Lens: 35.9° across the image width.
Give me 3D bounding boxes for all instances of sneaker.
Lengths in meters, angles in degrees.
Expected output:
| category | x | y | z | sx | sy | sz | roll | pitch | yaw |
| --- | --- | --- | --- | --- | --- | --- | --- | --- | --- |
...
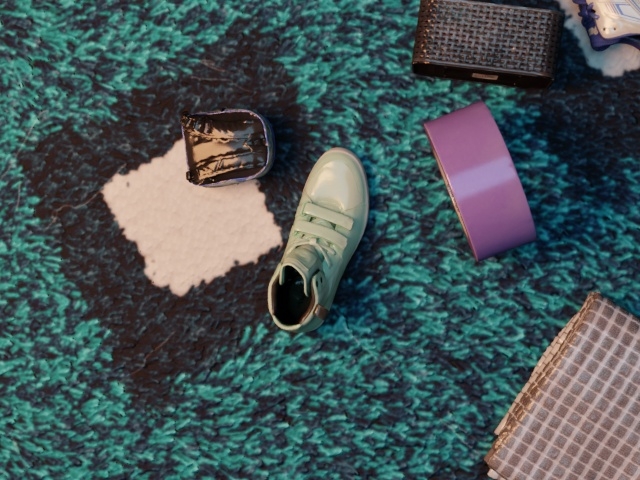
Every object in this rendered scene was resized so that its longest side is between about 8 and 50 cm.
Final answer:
| category | x | y | z | sx | sy | sz | roll | pitch | yaw |
| --- | --- | --- | --- | --- | --- | --- | --- | --- | --- |
| sneaker | 0.000 | 0.001 | 1.280 | 0.094 | 0.151 | 0.255 | 14 | 91 | 7 |
| sneaker | 0.365 | -0.315 | 1.254 | 0.296 | 0.112 | 0.131 | 36 | 95 | 5 |

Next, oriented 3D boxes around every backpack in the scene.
| category | x | y | z | sx | sy | sz | roll | pitch | yaw |
| --- | --- | --- | --- | --- | --- | --- | --- | --- | --- |
| backpack | -0.118 | -0.125 | 1.323 | 0.114 | 0.084 | 0.105 | -6 | 91 | 11 |

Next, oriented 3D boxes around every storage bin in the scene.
| category | x | y | z | sx | sy | sz | roll | pitch | yaw |
| --- | --- | --- | --- | --- | --- | --- | --- | --- | --- |
| storage bin | 0.212 | -0.250 | 1.266 | 0.180 | 0.122 | 0.084 | 9 | 92 | 6 |

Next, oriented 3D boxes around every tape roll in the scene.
| category | x | y | z | sx | sy | sz | roll | pitch | yaw |
| --- | --- | --- | --- | --- | --- | --- | --- | --- | --- |
| tape roll | 0.199 | -0.074 | 1.238 | 0.080 | 0.189 | 0.189 | -21 | 89 | 6 |

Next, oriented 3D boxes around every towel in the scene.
| category | x | y | z | sx | sy | sz | roll | pitch | yaw |
| --- | --- | --- | --- | --- | --- | --- | --- | --- | --- |
| towel | 0.371 | 0.240 | 1.260 | 0.235 | 0.121 | 0.283 | 32 | 94 | 6 |
